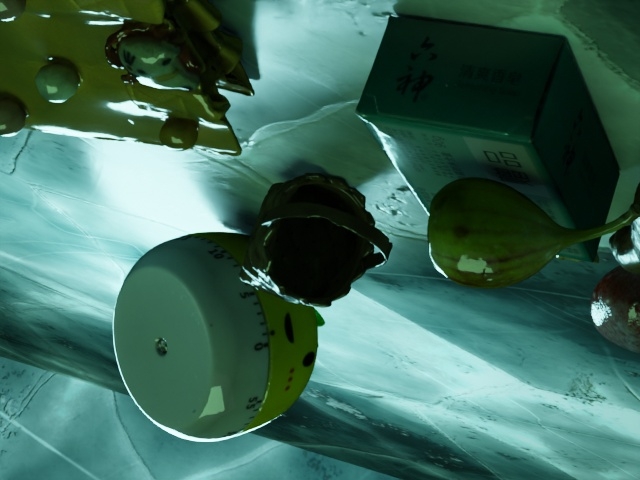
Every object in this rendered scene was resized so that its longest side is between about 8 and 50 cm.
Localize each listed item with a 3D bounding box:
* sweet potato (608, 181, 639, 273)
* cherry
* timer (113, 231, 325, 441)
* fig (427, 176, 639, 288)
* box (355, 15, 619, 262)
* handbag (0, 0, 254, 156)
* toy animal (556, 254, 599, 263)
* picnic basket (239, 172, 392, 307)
[{"bbox_3d":[0.300,-0.012,1.328,0.075,0.075,0.273,18,168,7],"label":"sweet potato"},{"bbox_3d":[0.333,0.076,1.548,0.107,0.090,0.225,2,168,18],"label":"cherry"},{"bbox_3d":[-0.099,0.111,1.938,0.285,0.285,0.285,19,164,6],"label":"timer"},{"bbox_3d":[0.154,-0.002,1.162,0.166,0.093,0.093,7,159,40],"label":"fig"},{"bbox_3d":[0.144,-0.079,1.248,0.153,0.092,0.245,12,163,25],"label":"box"},{"bbox_3d":[-0.221,-0.194,1.276,0.283,0.133,0.401,10,162,15],"label":"handbag"},{"bbox_3d":[0.240,-0.013,1.436,0.083,0.060,0.081,27,126,-22],"label":"toy animal"},{"bbox_3d":[0.000,0.000,1.590,0.128,0.138,0.178,25,165,-26],"label":"picnic basket"}]
